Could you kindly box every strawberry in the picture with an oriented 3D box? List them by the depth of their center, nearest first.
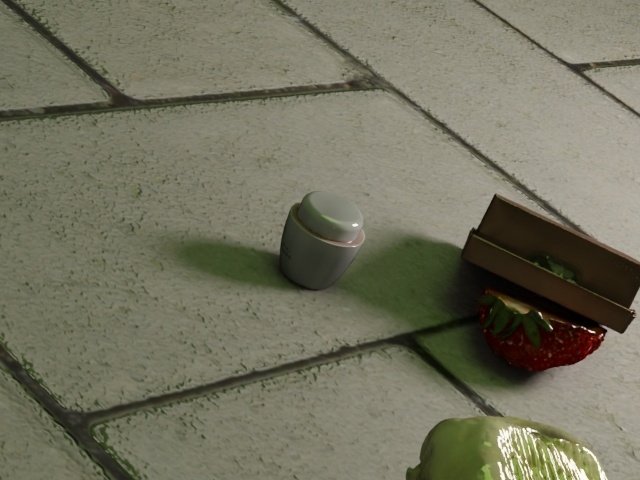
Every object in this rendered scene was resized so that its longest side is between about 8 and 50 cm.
[{"bbox_3d":[0.254,0.104,2.099,0.187,0.082,0.146,6,22,-46],"label":"strawberry"}]

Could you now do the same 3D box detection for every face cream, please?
[{"bbox_3d":[0.000,0.000,2.063,0.091,0.095,0.091,19,27,-10],"label":"face cream"}]

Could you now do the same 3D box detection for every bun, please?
[{"bbox_3d":[0.170,0.259,1.688,0.229,0.145,0.229,33,41,-35],"label":"bun"}]

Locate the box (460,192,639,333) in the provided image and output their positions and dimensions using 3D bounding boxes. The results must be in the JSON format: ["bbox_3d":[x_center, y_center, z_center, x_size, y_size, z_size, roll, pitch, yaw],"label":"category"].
[{"bbox_3d":[0.282,0.024,2.185,0.215,0.086,0.215,26,5,4],"label":"box"}]
